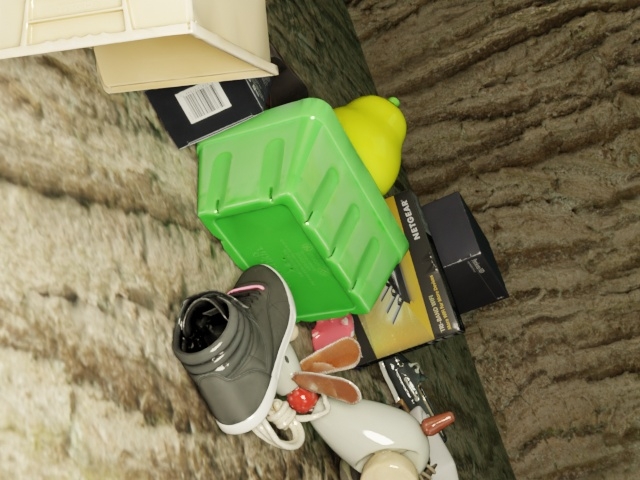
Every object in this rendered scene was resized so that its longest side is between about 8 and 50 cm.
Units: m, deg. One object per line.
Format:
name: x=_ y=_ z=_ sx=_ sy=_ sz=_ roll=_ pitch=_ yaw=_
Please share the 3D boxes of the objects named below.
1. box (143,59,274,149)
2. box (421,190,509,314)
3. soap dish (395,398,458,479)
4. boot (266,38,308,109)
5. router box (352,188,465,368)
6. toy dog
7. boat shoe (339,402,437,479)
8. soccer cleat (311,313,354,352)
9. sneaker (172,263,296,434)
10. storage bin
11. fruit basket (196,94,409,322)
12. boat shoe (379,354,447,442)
box: x=-0.166 y=-0.252 z=1.259 sx=0.108 sy=0.153 sz=0.207 roll=61 pitch=17 yaw=-25
box: x=0.269 y=0.072 z=2.011 sx=0.343 sy=0.313 sz=0.178 roll=43 pitch=29 yaw=-59
soap dish: x=0.188 y=0.486 z=1.532 sx=0.228 sy=0.118 sz=0.290 roll=59 pitch=18 yaw=-32
boot: x=-0.147 y=-0.416 z=1.730 sx=0.280 sy=0.096 sz=0.264 roll=59 pitch=10 yaw=25
router box: x=0.129 y=0.082 z=1.649 sx=0.081 sy=0.243 sz=0.308 roll=25 pitch=45 yaw=-69
toy dog: x=0.055 y=0.228 z=1.136 sx=0.334 sy=0.161 sz=0.220 roll=38 pitch=14 yaw=-23
boat shoe: x=0.113 y=0.367 z=1.315 sx=0.132 sy=0.130 sz=0.355 roll=54 pitch=8 yaw=-19
soccer cleat: x=0.027 y=0.152 z=1.522 sx=0.248 sy=0.083 sz=0.095 roll=-99 pitch=165 yaw=-47
sneaker: x=-0.110 y=0.094 z=1.059 sx=0.295 sy=0.105 sz=0.146 roll=-84 pitch=154 yaw=-52
storage bin: x=-0.215 y=-0.251 z=0.905 sx=0.262 sy=0.261 sz=0.123 roll=-12 pitch=98 yaw=-75
fruit basket: x=-0.003 y=-0.095 z=1.346 sx=0.392 sy=0.283 sz=0.391 roll=34 pitch=51 yaw=-55
boat shoe: x=0.205 y=0.333 z=1.852 sx=0.302 sy=0.091 sz=0.114 roll=70 pitch=15 yaw=6
